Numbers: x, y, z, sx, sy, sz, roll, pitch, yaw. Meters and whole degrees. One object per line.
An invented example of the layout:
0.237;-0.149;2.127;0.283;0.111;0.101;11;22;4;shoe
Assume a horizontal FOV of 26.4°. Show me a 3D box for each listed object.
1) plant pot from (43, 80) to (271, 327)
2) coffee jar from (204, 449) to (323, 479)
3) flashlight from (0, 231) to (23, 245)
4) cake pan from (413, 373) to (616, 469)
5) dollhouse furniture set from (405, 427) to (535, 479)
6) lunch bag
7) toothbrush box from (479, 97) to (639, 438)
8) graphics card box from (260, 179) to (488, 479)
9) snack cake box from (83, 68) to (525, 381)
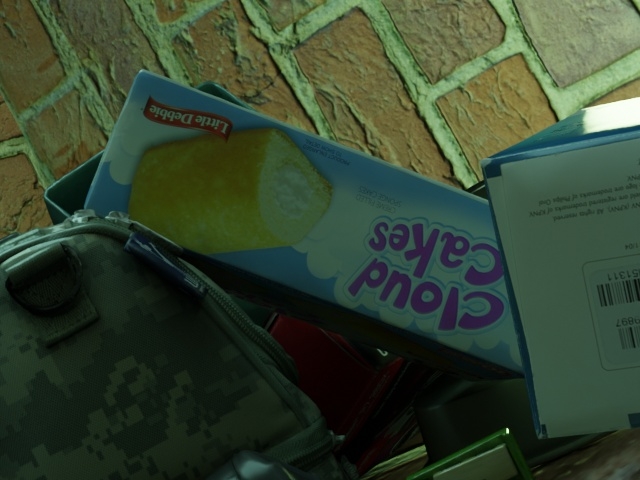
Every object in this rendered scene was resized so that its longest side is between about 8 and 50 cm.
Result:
-0.084;0.039;1.055;0.165;0.166;0.234;-38;-30;-28;plant pot
-0.064;0.171;0.588;0.184;0.079;0.096;-42;-17;0;coffee jar
-0.214;0.154;1.065;0.103;0.304;0.103;-31;-1;39;flashlight
0.187;0.077;0.939;0.293;0.054;0.293;-28;-1;0;cake pan
0.060;0.129;0.590;0.059;0.076;0.152;-27;-1;14;dollhouse furniture set
-0.121;0.127;0.790;0.213;0.256;0.305;-29;0;-18;lunch bag
0.220;-0.016;0.659;0.216;0.126;0.295;-10;7;19;toothbrush box
0.072;0.076;1.083;0.371;0.094;0.232;-29;-25;-47;graphics card box
0.000;0.000;0.814;0.152;0.264;0.089;130;160;-79;snack cake box
